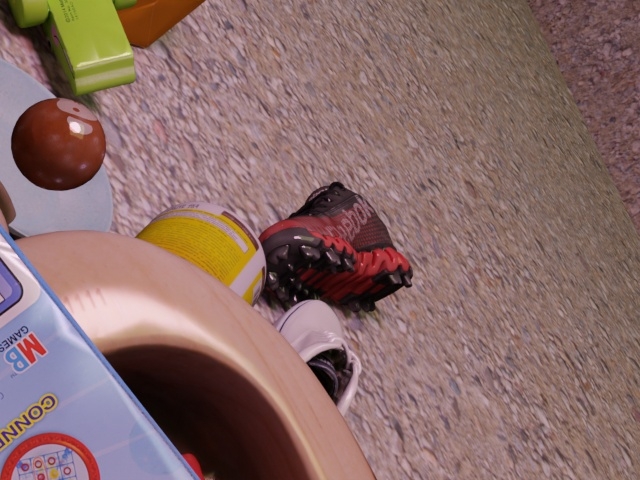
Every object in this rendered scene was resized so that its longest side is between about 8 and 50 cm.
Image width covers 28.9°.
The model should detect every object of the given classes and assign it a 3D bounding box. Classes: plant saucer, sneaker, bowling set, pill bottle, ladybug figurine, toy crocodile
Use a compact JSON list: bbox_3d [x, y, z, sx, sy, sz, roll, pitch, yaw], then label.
[{"bbox_3d":[-0.252,-0.066,1.014,0.195,0.037,0.195,42,27,-28],"label":"plant saucer"},{"bbox_3d":[0.000,0.000,1.340,0.276,0.098,0.135,11,49,-61],"label":"sneaker"},{"bbox_3d":[-0.001,0.127,1.176,0.094,0.091,0.258,49,24,-16],"label":"sneaker"},{"bbox_3d":[-0.242,-0.057,0.709,0.154,0.200,0.287,58,-11,-13],"label":"bowling set"},{"bbox_3d":[-0.125,0.054,1.001,0.117,0.117,0.215,52,23,-8],"label":"pill bottle"},{"bbox_3d":[-0.099,0.216,0.716,0.305,0.162,0.449,-14,75,-36],"label":"ladybug figurine"},{"bbox_3d":[-0.271,-0.288,1.204,0.115,0.105,0.340,-22,76,-24],"label":"toy crocodile"}]

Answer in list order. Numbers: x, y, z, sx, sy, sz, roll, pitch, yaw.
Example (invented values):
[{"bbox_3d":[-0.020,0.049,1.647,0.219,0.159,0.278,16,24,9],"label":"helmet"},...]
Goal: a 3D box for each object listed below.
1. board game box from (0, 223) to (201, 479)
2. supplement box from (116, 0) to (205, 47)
[{"bbox_3d":[-0.191,0.177,0.518,0.308,0.086,0.302,-39,96,-24],"label":"board game box"},{"bbox_3d":[-0.193,-0.342,1.298,0.129,0.191,0.194,3,57,-62],"label":"supplement box"}]
